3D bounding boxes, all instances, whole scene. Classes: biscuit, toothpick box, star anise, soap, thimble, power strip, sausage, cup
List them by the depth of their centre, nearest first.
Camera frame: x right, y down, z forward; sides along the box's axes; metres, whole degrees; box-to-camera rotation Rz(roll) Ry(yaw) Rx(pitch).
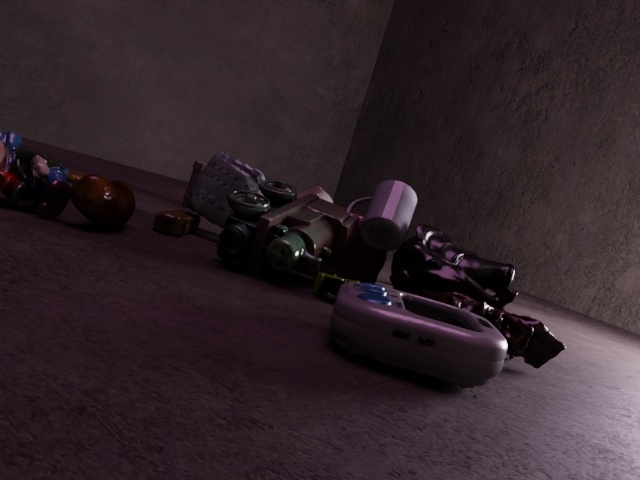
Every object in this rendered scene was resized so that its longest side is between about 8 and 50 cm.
[{"bbox_3d":[0.292,0.158,1.332,0.214,0.099,0.220,31,-9,-35],"label":"star anise"},{"bbox_3d":[-0.411,-0.074,1.462,0.103,0.076,0.302,52,-3,-6],"label":"sausage"},{"bbox_3d":[0.134,-0.050,1.639,0.136,0.133,0.099,-19,-56,36],"label":"cup"},{"bbox_3d":[0.023,0.008,1.719,0.250,0.162,0.099,16,12,-7],"label":"soap"},{"bbox_3d":[-0.329,-0.043,1.737,0.064,0.044,0.305,18,3,-1],"label":"power strip"},{"bbox_3d":[-0.203,-0.101,1.831,0.205,0.172,0.250,34,0,-33],"label":"thimble"},{"bbox_3d":[-0.730,-0.189,2.106,0.206,0.025,0.126,18,4,22],"label":"biscuit"},{"bbox_3d":[-0.383,-0.174,2.446,0.098,0.149,0.098,17,4,-1],"label":"toothpick box"}]

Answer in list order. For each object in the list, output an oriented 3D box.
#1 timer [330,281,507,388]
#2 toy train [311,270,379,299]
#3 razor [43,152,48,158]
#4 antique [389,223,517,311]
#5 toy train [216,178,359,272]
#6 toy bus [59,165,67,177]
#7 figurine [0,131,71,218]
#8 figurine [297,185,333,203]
[{"bbox_3d":[0.132,0.129,1.063,0.237,0.087,0.262,17,5,2],"label":"timer"},{"bbox_3d":[0.111,0.112,1.428,0.249,0.053,0.085,16,-1,-16],"label":"toy train"},{"bbox_3d":[-0.780,-0.197,1.834,0.232,0.068,0.106,10,6,-24],"label":"razor"},{"bbox_3d":[0.270,0.083,1.636,0.255,0.185,0.322,24,3,-5],"label":"antique"},{"bbox_3d":[-0.067,-0.015,1.499,0.221,0.150,0.304,22,22,16],"label":"toy train"},{"bbox_3d":[-0.699,-0.177,1.986,0.046,0.038,0.083,20,5,-3],"label":"toy bus"},{"bbox_3d":[-0.574,-0.119,1.329,0.234,0.127,0.185,26,13,-45],"label":"figurine"},{"bbox_3d":[0.000,0.000,1.836,0.127,0.235,0.155,-18,17,28],"label":"figurine"}]
